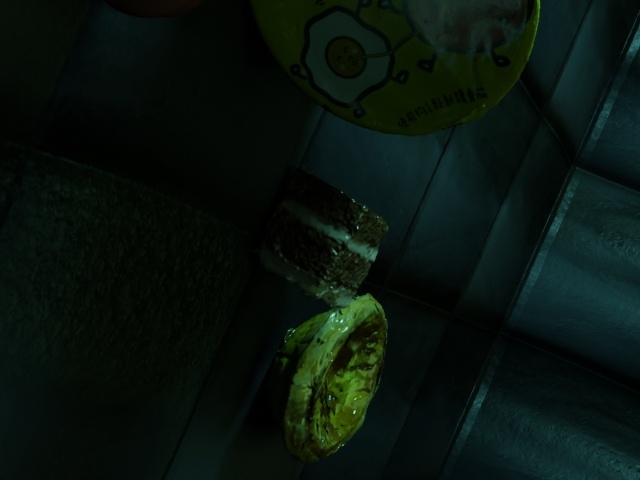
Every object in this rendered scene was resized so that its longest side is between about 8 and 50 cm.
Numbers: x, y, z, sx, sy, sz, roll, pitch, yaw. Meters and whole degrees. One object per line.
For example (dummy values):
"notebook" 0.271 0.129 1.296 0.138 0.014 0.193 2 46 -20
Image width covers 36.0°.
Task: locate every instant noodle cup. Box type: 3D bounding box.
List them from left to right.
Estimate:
"instant noodle cup" 0.112 -0.313 1.095 0.254 0.326 0.325 -52 154 -49

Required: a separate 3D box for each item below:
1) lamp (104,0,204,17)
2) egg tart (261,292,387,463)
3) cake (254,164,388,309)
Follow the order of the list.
"lamp" -0.144 -0.272 0.803 0.182 0.140 0.182 7 90 -76
"egg tart" 0.006 0.206 1.548 0.290 0.115 0.290 -46 147 -41
"cake" 0.000 0.000 1.340 0.147 0.134 0.135 -57 156 2
